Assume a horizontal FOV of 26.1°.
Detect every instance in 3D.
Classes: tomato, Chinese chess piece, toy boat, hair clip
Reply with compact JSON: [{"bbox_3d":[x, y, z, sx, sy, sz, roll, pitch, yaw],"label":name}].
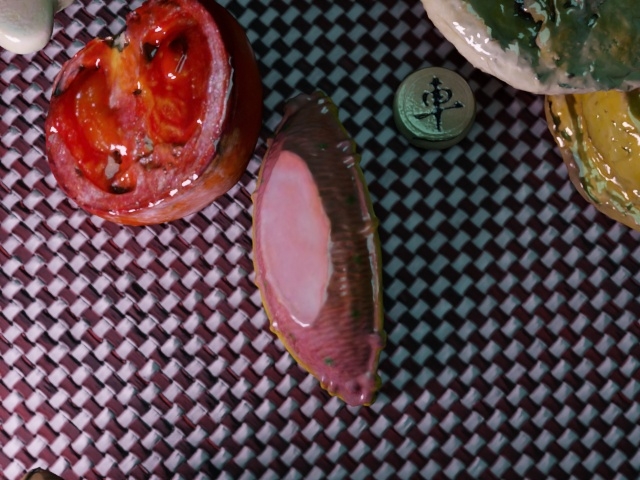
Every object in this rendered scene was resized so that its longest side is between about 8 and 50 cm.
[{"bbox_3d":[-0.138,-0.115,1.317,0.233,0.139,0.200,-22,69,31],"label":"tomato"},{"bbox_3d":[0.113,-0.131,1.367,0.084,0.034,0.084,0,77,0],"label":"Chinese chess piece"},{"bbox_3d":[-0.003,0.001,1.316,0.141,0.099,0.318,-15,76,26],"label":"toy boat"},{"bbox_3d":[-0.347,-0.240,1.384,0.218,0.071,0.159,-27,77,-9],"label":"hair clip"}]

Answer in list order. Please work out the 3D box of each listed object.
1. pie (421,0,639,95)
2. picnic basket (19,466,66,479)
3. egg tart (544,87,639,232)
[{"bbox_3d":[0.225,-0.291,1.252,0.339,0.077,0.339,1,84,-5],"label":"pie"},{"bbox_3d":[-0.185,0.402,1.170,0.293,0.337,0.337,-42,81,-14],"label":"picnic basket"},{"bbox_3d":[0.357,-0.134,1.328,0.288,0.118,0.288,-1,77,5],"label":"egg tart"}]
